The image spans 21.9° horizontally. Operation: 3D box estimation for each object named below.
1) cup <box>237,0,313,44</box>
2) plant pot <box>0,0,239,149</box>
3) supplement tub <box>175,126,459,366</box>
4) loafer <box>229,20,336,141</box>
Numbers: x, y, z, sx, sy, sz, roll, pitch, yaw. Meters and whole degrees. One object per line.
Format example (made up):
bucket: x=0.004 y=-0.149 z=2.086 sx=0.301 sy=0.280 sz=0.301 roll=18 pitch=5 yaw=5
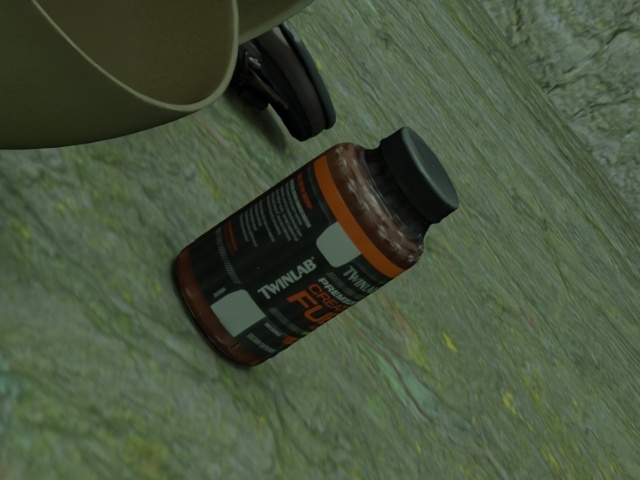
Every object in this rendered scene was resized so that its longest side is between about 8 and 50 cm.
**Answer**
cup: x=-0.129 y=-0.324 z=1.233 sx=0.331 sy=0.331 sz=0.237 roll=30 pitch=26 yaw=-58
plant pot: x=-0.200 y=-0.162 z=0.894 sx=0.284 sy=0.191 sz=0.284 roll=48 pitch=28 yaw=-36
supplement tub: x=0.000 y=0.000 z=1.189 sx=0.106 sy=0.198 sz=0.106 roll=49 pitch=18 yaw=-22
loafer: x=-0.094 y=-0.206 z=1.557 sx=0.302 sy=0.095 sz=0.109 roll=58 pitch=-15 yaw=-28
